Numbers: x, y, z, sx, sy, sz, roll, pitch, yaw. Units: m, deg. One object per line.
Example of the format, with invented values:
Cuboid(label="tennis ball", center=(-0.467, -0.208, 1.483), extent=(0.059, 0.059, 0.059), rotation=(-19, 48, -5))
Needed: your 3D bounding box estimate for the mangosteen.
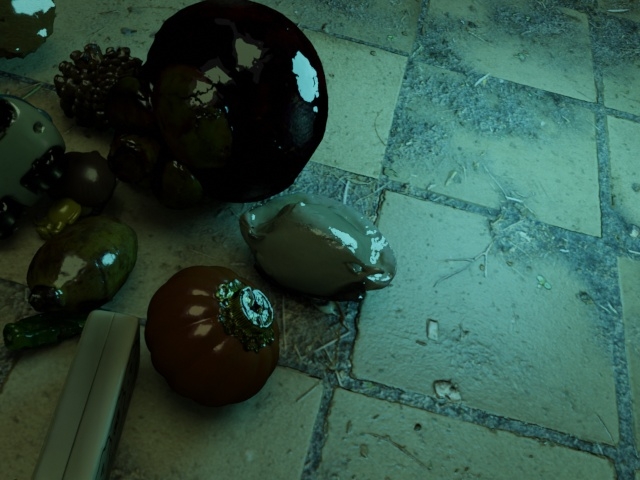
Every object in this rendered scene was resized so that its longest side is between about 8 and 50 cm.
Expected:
Cuboid(label="mangosteen", center=(-0.184, -0.228, 1.403), extent=(0.381, 0.381, 0.421), rotation=(37, 82, 20))

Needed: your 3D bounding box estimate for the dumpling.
Cuboid(label="dumpling", center=(-0.006, 0.017, 1.364), extent=(0.292, 0.163, 0.204), rotation=(19, 13, 6))

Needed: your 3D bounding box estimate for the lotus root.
Cuboid(label="lotus root", center=(-0.385, 0.043, 1.224), extent=(0.145, 0.129, 0.260), rotation=(2, 22, 12))

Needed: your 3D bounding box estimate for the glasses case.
Cuboid(label="glasses case", center=(-0.321, 0.265, 1.046), extent=(0.076, 0.144, 0.336), rotation=(10, 48, -5))

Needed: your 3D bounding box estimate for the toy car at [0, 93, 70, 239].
Cuboid(label="toy car", center=(-0.565, -0.138, 1.310), extent=(0.255, 0.188, 0.190), rotation=(-48, 34, 0))

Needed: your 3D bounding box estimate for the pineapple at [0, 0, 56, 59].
Cuboid(label="pineapple", center=(-0.743, -0.522, 1.644), extent=(0.357, 0.223, 0.223), rotation=(25, 44, 35))

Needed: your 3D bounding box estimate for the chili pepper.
Cuboid(label="chili pepper", center=(-0.402, 0.143, 1.199), extent=(0.182, 0.050, 0.073), rotation=(-1, 18, -23))

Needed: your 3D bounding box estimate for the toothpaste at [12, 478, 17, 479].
Cuboid(label="toothpaste", center=(-0.468, 0.373, 0.980), extent=(0.178, 0.043, 0.037), rotation=(-24, 60, -31))

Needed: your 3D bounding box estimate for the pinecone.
Cuboid(label="pinecone", center=(-0.435, -0.304, 1.521), extent=(0.195, 0.179, 0.150), rotation=(-4, 30, 17))

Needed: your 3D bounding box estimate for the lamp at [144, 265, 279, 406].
Cuboid(label="lamp", center=(-0.163, 0.144, 1.161), extent=(0.223, 0.196, 0.223), rotation=(35, 36, -32))

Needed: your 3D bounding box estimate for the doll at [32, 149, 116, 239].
Cuboid(label="doll", center=(-0.453, -0.085, 1.381), extent=(0.145, 0.096, 0.188), rotation=(27, 72, 37))
